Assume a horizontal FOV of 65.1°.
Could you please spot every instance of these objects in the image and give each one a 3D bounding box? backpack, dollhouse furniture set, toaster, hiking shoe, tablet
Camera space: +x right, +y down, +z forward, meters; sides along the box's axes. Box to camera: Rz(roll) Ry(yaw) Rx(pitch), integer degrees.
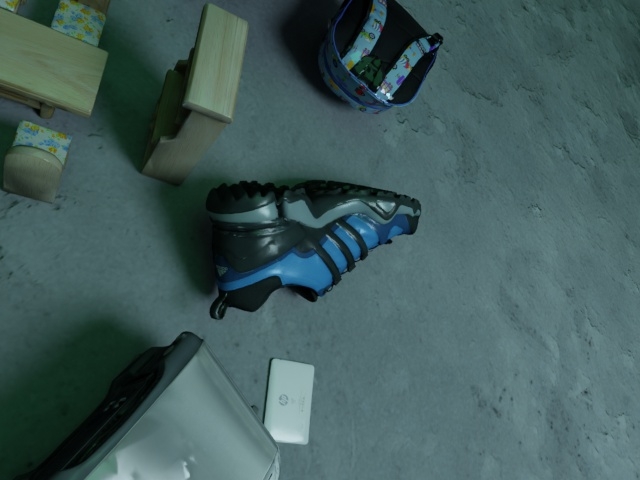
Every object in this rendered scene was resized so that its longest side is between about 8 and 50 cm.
[{"bbox_3d":[0.068,-0.246,0.688,0.158,0.117,0.173,37,56,-17],"label":"backpack"},{"bbox_3d":[-0.211,-0.157,0.446,0.241,0.161,0.212,17,65,-28],"label":"dollhouse furniture set"},{"bbox_3d":[-0.135,0.192,0.382,0.146,0.129,0.227,51,43,-11],"label":"toaster"},{"bbox_3d":[0.000,0.000,0.583,0.303,0.113,0.132,-5,106,-41],"label":"hiking shoe"},{"bbox_3d":[-0.033,0.173,0.539,0.054,0.006,0.083,17,64,-27],"label":"tablet"}]
